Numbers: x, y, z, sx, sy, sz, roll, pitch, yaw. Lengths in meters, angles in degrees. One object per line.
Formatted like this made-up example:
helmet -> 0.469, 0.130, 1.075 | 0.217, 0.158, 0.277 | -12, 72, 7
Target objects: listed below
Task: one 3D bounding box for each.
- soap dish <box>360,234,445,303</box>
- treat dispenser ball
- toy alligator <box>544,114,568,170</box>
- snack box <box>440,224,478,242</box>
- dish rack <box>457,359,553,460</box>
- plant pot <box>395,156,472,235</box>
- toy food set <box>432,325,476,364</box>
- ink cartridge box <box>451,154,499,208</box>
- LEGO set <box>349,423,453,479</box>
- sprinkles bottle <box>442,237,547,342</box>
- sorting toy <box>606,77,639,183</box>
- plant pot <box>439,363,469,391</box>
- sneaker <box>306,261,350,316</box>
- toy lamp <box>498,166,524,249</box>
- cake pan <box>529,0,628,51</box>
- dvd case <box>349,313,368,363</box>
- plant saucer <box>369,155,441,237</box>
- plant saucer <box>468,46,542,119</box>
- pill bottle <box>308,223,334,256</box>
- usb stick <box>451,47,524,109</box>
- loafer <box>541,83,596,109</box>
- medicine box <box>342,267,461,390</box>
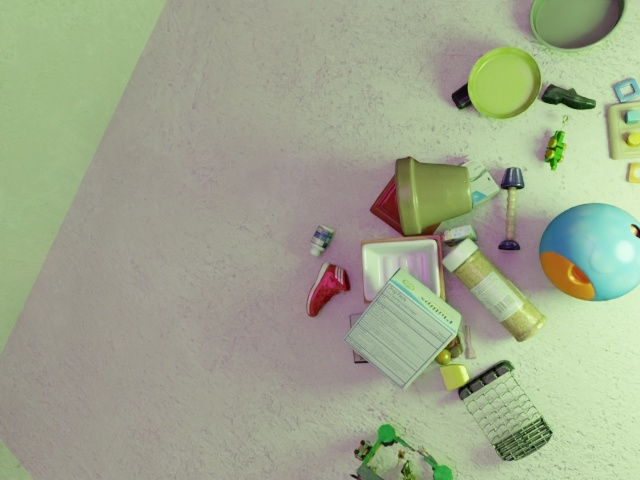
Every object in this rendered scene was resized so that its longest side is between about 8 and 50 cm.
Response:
soap dish -> 0.292, 0.104, 1.754 | 0.290, 0.118, 0.229 | -4, 87, 25
treat dispenser ball -> 0.795, 0.034, 1.449 | 0.287, 0.288, 0.289 | -4, 80, 24
toy alligator -> 0.777, -0.322, 1.646 | 0.051, 0.056, 0.190 | 9, 85, 66
snack box -> 0.473, -0.014, 1.687 | 0.100, 0.141, 0.037 | -17, 75, 22
dish rack -> 0.591, 0.548, 1.588 | 0.208, 0.074, 0.272 | -38, 70, 16
plant pot -> 0.379, -0.156, 1.651 | 0.229, 0.263, 0.263 | -6, 79, 14
toy food set -> 0.425, 0.359, 1.708 | 0.191, 0.038, 0.133 | -13, 77, 23
ink cartridge box -> 0.526, -0.216, 1.730 | 0.104, 0.060, 0.180 | -31, 70, 8
LEGO set -> 0.273, 0.797, 1.669 | 0.331, 0.192, 0.255 | 22, 62, 23
sprinkles bottle -> 0.556, 0.158, 1.603 | 0.121, 0.121, 0.355 | -44, 77, 13
sorting toy -> 1.009, -0.349, 1.542 | 0.195, 0.047, 0.348 | -5, 80, 24
plant pot -> 0.451, 0.451, 1.663 | 0.083, 0.081, 0.082 | -20, 74, 9
sneaker -> 0.034, 0.201, 1.890 | 0.128, 0.087, 0.222 | 19, 91, 27
toy lamp -> 0.640, -0.106, 1.661 | 0.080, 0.080, 0.275 | 2, 85, 25
cake pan -> 0.861, -0.764, 1.670 | 0.292, 0.054, 0.294 | -4, 80, 24
dvd case -> 0.230, 0.348, 1.804 | 0.252, 0.022, 0.181 | -10, 78, 26
plant saucer -> 0.341, -0.148, 1.822 | 0.259, 0.047, 0.259 | 39, 99, 24
plant saucer -> 0.633, -0.540, 1.717 | 0.240, 0.037, 0.241 | 2, 100, 12
pill bottle -> 0.000, 0.000, 1.945 | 0.067, 0.067, 0.120 | 29, 95, 26
usb stick -> 0.597, -0.574, 1.769 | 0.278, 0.045, 0.077 | -35, 65, 16
loafer -> 0.825, -0.477, 1.641 | 0.170, 0.062, 0.061 | 24, 87, 25
medicine box -> 0.267, 0.291, 1.641 | 0.263, 0.149, 0.289 | 39, 115, 9
